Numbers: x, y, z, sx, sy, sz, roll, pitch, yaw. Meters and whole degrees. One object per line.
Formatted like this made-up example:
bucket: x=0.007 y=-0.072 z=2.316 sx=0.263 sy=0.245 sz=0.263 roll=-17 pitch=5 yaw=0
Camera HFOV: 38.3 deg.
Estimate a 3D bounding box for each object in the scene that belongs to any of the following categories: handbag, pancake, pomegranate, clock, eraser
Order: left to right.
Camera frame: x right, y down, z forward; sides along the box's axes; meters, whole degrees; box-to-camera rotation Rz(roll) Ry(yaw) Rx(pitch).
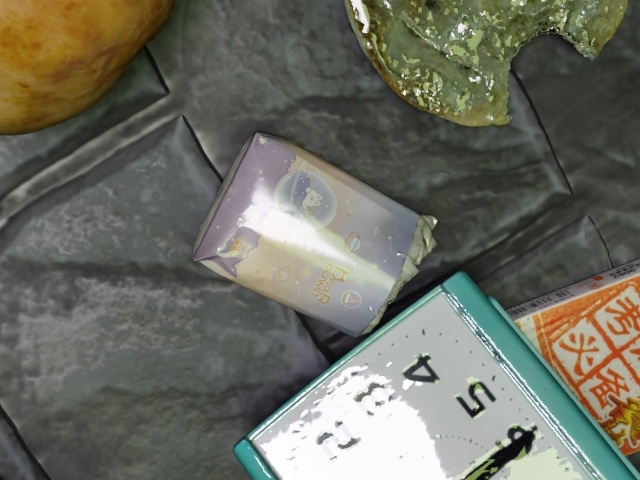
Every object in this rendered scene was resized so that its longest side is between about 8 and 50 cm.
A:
pomegranate: x=-0.215 y=-0.201 z=0.556 sx=0.270 sy=0.252 sz=0.229 roll=34 pitch=113 yaw=-16
handbag: x=0.000 y=0.000 z=0.709 sx=0.173 sy=0.095 sz=0.117 roll=26 pitch=96 yaw=-11
clock: x=0.101 y=0.194 z=0.710 sx=0.231 sy=0.116 sz=0.262 roll=-38 pitch=79 yaw=-5
pancake: x=0.128 y=-0.220 z=0.721 sx=0.254 sy=0.037 sz=0.253 roll=-2 pitch=100 yaw=-11
eraser: x=0.283 y=0.098 z=0.806 sx=0.230 sy=0.038 sz=0.157 roll=-20 pitch=103 yaw=-5
